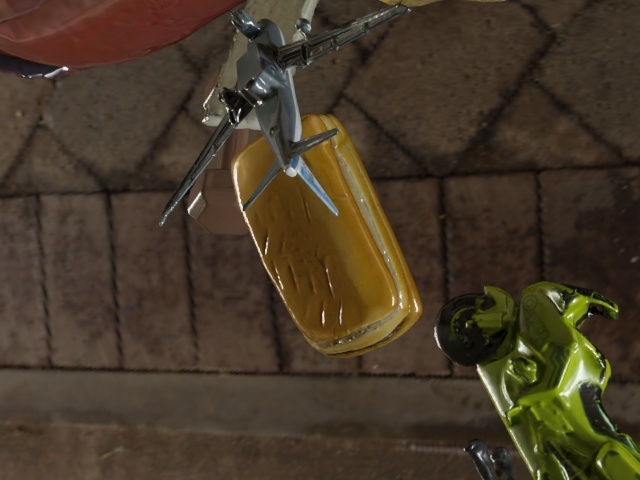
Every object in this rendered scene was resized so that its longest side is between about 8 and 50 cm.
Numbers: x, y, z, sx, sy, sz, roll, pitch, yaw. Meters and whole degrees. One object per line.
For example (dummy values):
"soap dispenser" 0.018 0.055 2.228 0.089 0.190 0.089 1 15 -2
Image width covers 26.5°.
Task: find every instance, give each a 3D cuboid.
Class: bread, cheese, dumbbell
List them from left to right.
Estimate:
"dumbbell" -0.107 -0.115 1.667 0.092 0.230 0.082 2 143 3
"cheese" -0.040 -0.271 1.513 0.085 0.400 0.034 8 141 14
"bread" 0.000 0.000 1.120 0.116 0.077 0.200 -26 85 32

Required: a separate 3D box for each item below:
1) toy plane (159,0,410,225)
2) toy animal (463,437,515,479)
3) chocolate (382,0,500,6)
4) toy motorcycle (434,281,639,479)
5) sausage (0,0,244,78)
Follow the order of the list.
"toy plane" -0.031 -0.101 0.925 0.226 0.058 0.226 -39 40 18
"toy animal" 0.186 0.292 1.285 0.085 0.148 0.232 -17 88 -12
"chocolate" 0.189 -0.394 1.884 0.309 0.134 0.134 5 101 35
"toy motorcycle" 0.291 0.181 1.590 0.206 0.142 0.342 -32 67 9
"sausage" -0.091 -0.171 0.665 0.280 0.152 0.152 -21 89 40
